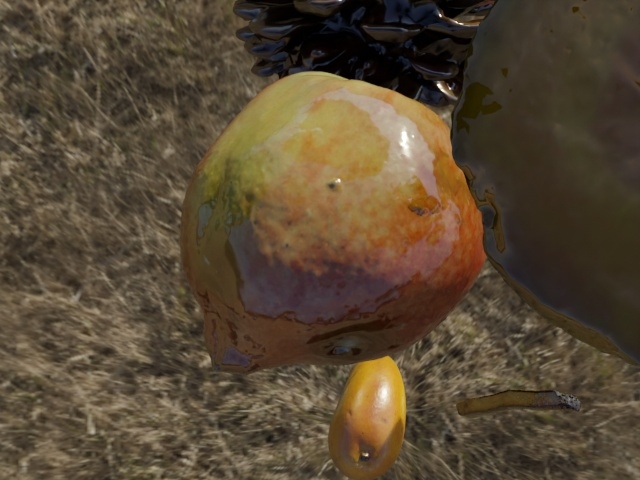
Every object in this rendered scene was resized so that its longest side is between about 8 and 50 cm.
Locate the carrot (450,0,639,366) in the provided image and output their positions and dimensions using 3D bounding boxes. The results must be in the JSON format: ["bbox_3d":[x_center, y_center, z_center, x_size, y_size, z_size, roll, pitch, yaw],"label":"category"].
[{"bbox_3d":[0.226,-0.055,0.529,0.242,0.341,0.241,1,91,32],"label":"carrot"}]

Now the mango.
[{"bbox_3d":[0.074,0.263,1.516,0.112,0.145,0.219,12,51,-3],"label":"mango"}]

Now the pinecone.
[{"bbox_3d":[0.093,-0.339,1.263,0.398,0.398,0.397,-1,80,3],"label":"pinecone"}]

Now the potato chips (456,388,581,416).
[{"bbox_3d":[0.226,0.197,1.185,0.037,0.204,0.026,23,67,-26],"label":"potato chips"}]

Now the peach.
[{"bbox_3d":[0.000,0.000,0.771,0.232,0.232,0.256,28,80,8],"label":"peach"}]
